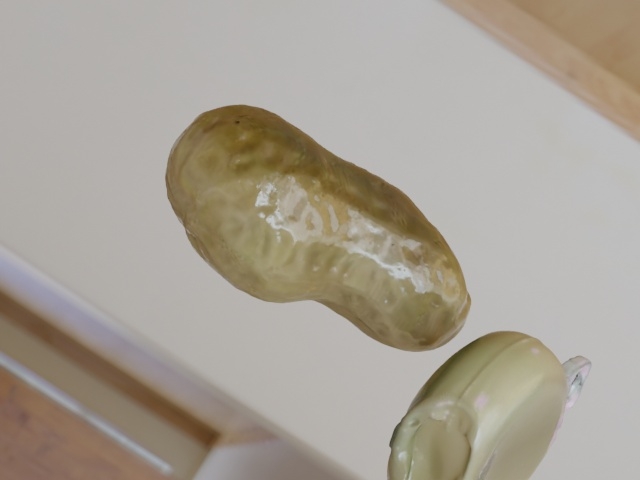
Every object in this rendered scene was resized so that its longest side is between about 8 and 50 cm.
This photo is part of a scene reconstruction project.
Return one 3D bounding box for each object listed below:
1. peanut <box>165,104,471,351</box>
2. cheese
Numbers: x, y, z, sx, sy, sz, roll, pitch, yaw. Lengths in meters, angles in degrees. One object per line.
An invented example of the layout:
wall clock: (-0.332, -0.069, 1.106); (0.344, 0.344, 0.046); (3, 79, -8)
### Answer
peanut: (0.000, 0.000, 0.996); (0.236, 0.110, 0.120); (34, -160, -14)
cheese: (0.126, 0.118, 0.986); (0.064, 0.137, 0.227); (32, -155, 25)
